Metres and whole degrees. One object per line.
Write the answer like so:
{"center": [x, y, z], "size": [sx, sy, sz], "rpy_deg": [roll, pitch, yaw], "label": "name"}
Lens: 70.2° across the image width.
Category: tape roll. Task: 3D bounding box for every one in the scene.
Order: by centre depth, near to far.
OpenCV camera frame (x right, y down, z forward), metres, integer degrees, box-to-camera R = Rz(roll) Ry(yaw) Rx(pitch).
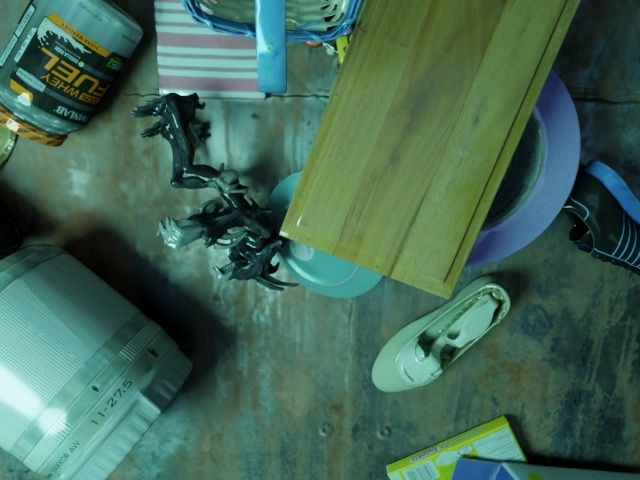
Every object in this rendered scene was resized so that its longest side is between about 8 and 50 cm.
{"center": [0.175, -0.109, 0.588], "size": [0.274, 0.090, 0.275], "rpy_deg": [0, 102, 2], "label": "tape roll"}

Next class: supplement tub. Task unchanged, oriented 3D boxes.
{"center": [-0.319, -0.220, 0.564], "size": [0.117, 0.117, 0.190], "rpy_deg": [37, 101, -6], "label": "supplement tub"}

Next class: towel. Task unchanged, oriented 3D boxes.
{"center": [-0.140, -0.283, 0.592], "size": [0.144, 0.029, 0.197], "rpy_deg": [2, 103, -1], "label": "towel"}

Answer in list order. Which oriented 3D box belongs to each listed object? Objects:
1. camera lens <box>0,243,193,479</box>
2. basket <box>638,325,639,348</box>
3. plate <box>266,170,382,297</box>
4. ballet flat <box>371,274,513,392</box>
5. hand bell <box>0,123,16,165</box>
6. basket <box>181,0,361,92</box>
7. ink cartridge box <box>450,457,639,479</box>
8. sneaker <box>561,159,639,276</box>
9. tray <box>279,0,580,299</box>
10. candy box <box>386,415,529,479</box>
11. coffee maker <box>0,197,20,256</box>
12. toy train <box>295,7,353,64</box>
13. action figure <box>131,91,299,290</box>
{"center": [-0.338, 0.157, 0.594], "size": [0.274, 0.219, 0.219], "rpy_deg": [41, 100, -7], "label": "camera lens"}
{"center": [0.576, 0.138, 0.603], "size": [0.226, 0.154, 0.205], "rpy_deg": [-16, 102, 9], "label": "basket"}
{"center": [0.000, 0.000, 0.602], "size": [0.188, 0.024, 0.188], "rpy_deg": [15, 123, 24], "label": "plate"}
{"center": [0.171, 0.143, 0.647], "size": [0.086, 0.086, 0.248], "rpy_deg": [44, 100, -7], "label": "ballet flat"}
{"center": [-0.549, -0.188, 0.600], "size": [0.241, 0.126, 0.126], "rpy_deg": [31, 102, 8], "label": "hand bell"}
{"center": [-0.043, -0.305, 0.407], "size": [0.200, 0.289, 0.255], "rpy_deg": [4, 130, -3], "label": "basket"}
{"center": [0.340, 0.495, 0.714], "size": [0.306, 0.072, 0.304], "rpy_deg": [6, 107, -5], "label": "ink cartridge box"}
{"center": [0.405, 0.003, 0.614], "size": [0.090, 0.081, 0.232], "rpy_deg": [-43, 91, 13], "label": "sneaker"}
{"center": [0.121, -0.164, 0.491], "size": [0.202, 0.076, 0.412], "rpy_deg": [21, 98, -1], "label": "tray"}
{"center": [0.219, 0.363, 0.721], "size": [0.205, 0.027, 0.105], "rpy_deg": [-27, 104, 7], "label": "candy box"}
{"center": [-0.514, 0.012, 0.609], "size": [0.171, 0.120, 0.178], "rpy_deg": [40, 107, -9], "label": "coffee maker"}
{"center": [0.040, -0.289, 0.574], "size": [0.166, 0.046, 0.125], "rpy_deg": [-35, 99, 9], "label": "toy train"}
{"center": [-0.143, -0.035, 0.581], "size": [0.140, 0.164, 0.276], "rpy_deg": [-30, 94, -23], "label": "action figure"}
